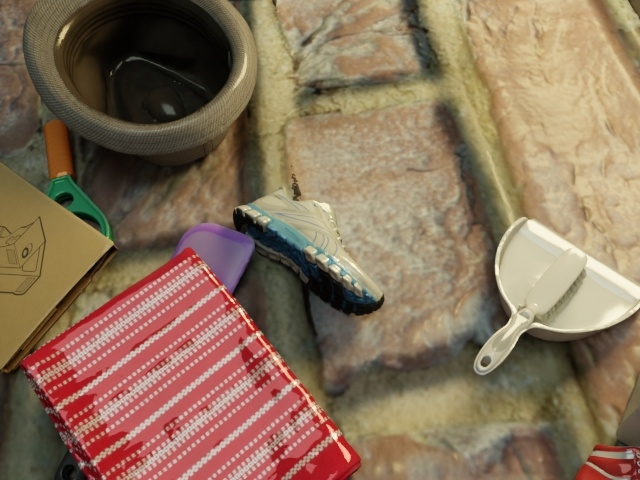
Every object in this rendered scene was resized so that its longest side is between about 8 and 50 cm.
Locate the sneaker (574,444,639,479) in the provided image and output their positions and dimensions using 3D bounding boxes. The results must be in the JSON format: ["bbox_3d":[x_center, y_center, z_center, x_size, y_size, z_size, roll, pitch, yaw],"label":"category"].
[{"bbox_3d":[0.273,0.214,0.555,0.118,0.042,0.067,26,65,21],"label":"sneaker"}]

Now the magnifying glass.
[{"bbox_3d":[-0.295,-0.051,0.777,0.092,0.026,0.231,-16,56,-6],"label":"magnifying glass"}]

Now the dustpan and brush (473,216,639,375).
[{"bbox_3d":[0.209,0.063,0.648,0.147,0.060,0.211,36,66,24],"label":"dustpan and brush"}]

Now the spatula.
[{"bbox_3d":[-0.166,0.106,0.662,0.084,0.030,0.296,21,61,18],"label":"spatula"}]

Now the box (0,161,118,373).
[{"bbox_3d":[-0.337,0.019,0.716,0.201,0.021,0.164,32,75,24],"label":"box"}]

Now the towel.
[{"bbox_3d":[-0.119,0.155,0.603,0.199,0.031,0.275,-35,71,-19],"label":"towel"}]

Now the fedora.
[{"bbox_3d":[-0.201,-0.192,0.803,0.275,0.124,0.244,40,69,16],"label":"fedora"}]

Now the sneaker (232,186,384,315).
[{"bbox_3d":[0.000,0.000,0.700,0.190,0.071,0.083,37,60,24],"label":"sneaker"}]

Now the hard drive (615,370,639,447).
[{"bbox_3d":[0.355,0.012,0.582,0.040,0.210,0.319,26,62,20],"label":"hard drive"}]
